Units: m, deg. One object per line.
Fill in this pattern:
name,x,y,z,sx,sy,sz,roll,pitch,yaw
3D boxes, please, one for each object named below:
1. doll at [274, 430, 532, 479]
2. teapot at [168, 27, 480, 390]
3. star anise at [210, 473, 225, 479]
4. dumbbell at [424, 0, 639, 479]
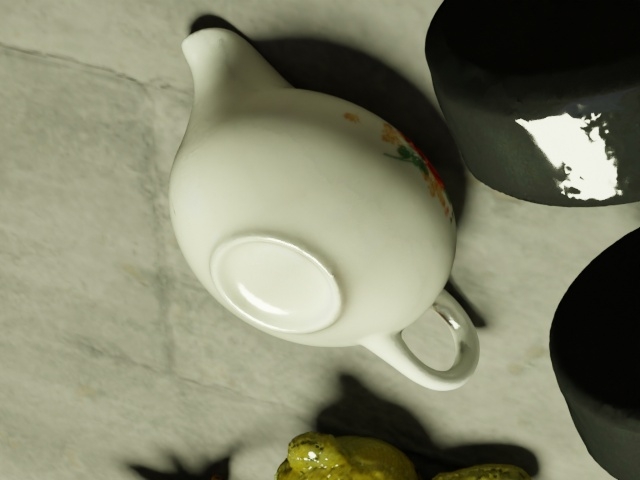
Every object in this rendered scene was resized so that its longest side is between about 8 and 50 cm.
doll,0.067,0.182,0.967,0.209,0.097,0.137,21,138,2
teapot,0.000,0.000,0.838,0.145,0.092,0.226,-22,120,42
star anise,-0.073,0.183,1.049,0.097,0.070,0.191,46,159,-14
dumbbell,0.145,-0.017,0.687,0.152,0.152,0.218,-3,128,32
